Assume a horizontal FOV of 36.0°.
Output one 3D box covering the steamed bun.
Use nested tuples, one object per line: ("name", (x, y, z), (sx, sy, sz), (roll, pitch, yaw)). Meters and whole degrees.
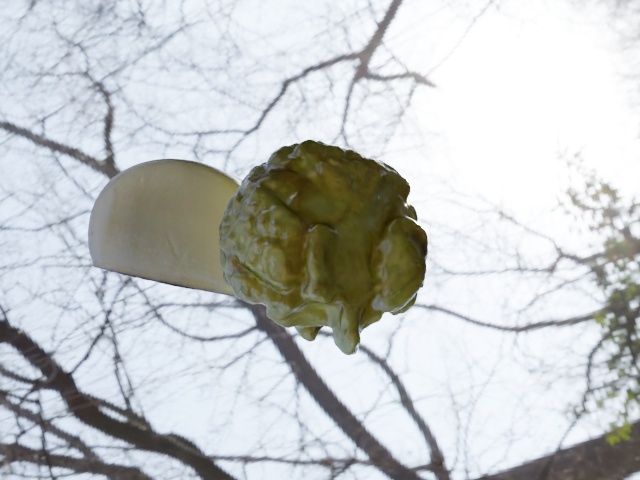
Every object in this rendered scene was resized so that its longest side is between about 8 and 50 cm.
("steamed bun", (-0.173, -0.022, 1.315), (0.146, 0.242, 0.164), (14, -94, -76))

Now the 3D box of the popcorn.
("popcorn", (0.000, 0.000, 1.088), (0.255, 0.195, 0.256), (50, -148, 17))
